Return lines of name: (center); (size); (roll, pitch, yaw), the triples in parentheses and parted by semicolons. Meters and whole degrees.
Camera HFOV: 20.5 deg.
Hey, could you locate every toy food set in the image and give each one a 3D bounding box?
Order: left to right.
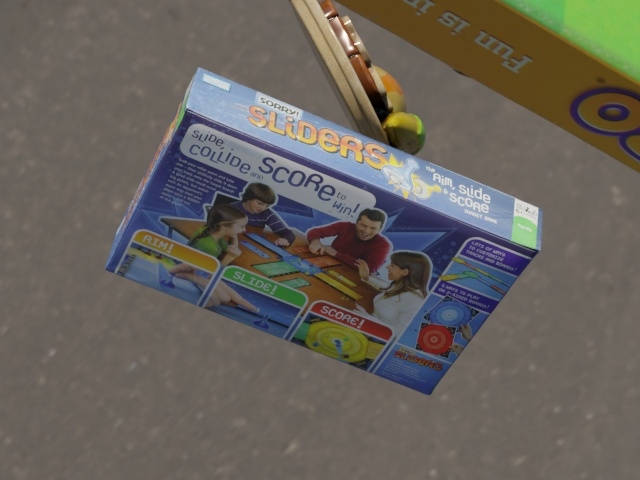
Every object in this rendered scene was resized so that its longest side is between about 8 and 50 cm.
toy food set: (0.023, -0.104, 1.062); (0.038, 0.132, 0.192); (-27, 78, 1)

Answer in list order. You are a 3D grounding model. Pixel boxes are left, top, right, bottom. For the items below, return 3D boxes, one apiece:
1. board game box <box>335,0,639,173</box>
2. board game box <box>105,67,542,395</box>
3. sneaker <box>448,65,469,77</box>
board game box: (0.060, -0.084, 0.373); (0.259, 0.039, 0.124); (27, 61, -12)
board game box: (0.000, 0.000, 0.959); (0.201, 0.136, 0.035); (22, 43, -11)
sneaker: (0.113, -0.186, 1.044); (0.066, 0.188, 0.071); (21, 21, 41)
